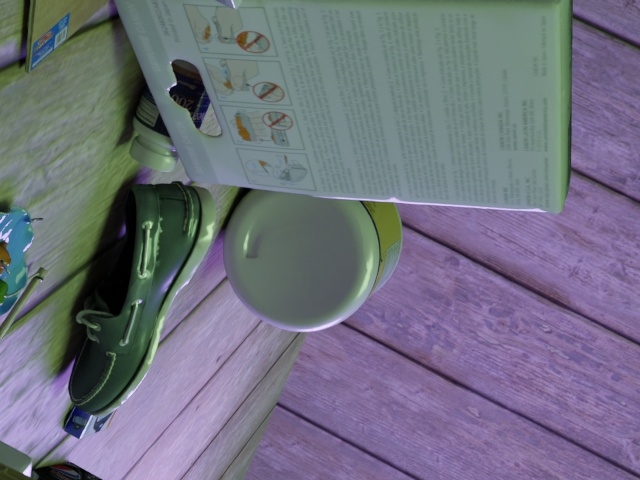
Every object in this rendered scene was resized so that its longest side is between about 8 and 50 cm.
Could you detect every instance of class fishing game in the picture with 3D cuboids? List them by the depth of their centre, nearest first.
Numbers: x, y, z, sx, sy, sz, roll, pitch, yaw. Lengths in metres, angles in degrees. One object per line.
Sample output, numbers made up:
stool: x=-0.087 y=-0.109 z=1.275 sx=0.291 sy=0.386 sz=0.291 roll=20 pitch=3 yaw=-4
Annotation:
fishing game: x=-0.294 y=0.056 z=1.143 sx=0.189 sy=0.041 sz=0.264 roll=-58 pitch=172 yaw=-11

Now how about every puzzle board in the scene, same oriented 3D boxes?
puzzle board: x=-0.193 y=-0.200 z=1.044 sx=0.128 sy=0.011 sz=0.096 roll=-55 pitch=170 yaw=-42

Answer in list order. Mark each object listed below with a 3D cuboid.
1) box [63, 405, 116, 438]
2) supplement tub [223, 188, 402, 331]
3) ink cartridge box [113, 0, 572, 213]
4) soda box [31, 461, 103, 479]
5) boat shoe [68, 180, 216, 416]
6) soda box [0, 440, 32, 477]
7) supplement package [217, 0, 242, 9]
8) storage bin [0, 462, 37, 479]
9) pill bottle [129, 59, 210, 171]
box: x=-0.289 y=0.212 z=1.728 sx=0.081 sy=0.028 sz=0.136 roll=-63 pitch=174 yaw=4
supplement tub: x=0.000 y=0.000 z=2.106 sx=0.241 sy=0.241 sz=0.331 roll=-65 pitch=172 yaw=13
ink cartridge box: x=0.035 y=-0.152 z=1.218 sx=0.308 sy=0.385 sz=0.091 roll=73 pitch=26 yaw=-57
soda box: x=-0.335 y=0.326 z=1.711 sx=0.060 sy=0.053 sz=0.169 roll=-63 pitch=173 yaw=-3
boat shoe: x=-0.229 y=0.065 z=1.504 sx=0.099 sy=0.116 sz=0.319 roll=11 pitch=121 yaw=-37
soda box: x=-0.373 y=0.295 z=1.315 sx=0.216 sy=0.069 sz=0.074 roll=-56 pitch=170 yaw=-42
supplement package: x=-0.070 y=-0.330 z=0.914 sx=0.262 sy=0.145 sz=0.204 roll=-63 pitch=173 yaw=-6
storage bin: x=-0.310 y=0.291 z=1.035 sx=0.262 sy=0.260 sz=0.123 roll=-47 pitch=159 yaw=-62
pill bottle: x=-0.149 y=-0.133 z=1.339 sx=0.120 sy=0.067 sz=0.067 roll=-66 pitch=172 yaw=18
